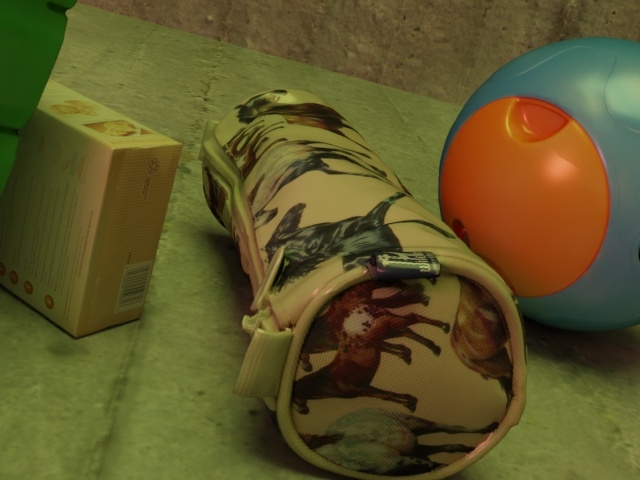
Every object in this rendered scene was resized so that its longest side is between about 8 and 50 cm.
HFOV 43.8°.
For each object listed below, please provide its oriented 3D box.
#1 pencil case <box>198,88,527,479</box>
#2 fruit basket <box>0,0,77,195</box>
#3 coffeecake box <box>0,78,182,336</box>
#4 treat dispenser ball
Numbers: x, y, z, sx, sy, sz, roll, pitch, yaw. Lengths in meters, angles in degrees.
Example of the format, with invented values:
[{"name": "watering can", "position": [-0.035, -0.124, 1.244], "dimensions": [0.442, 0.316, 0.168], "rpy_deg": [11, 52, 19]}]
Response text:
[{"name": "pencil case", "position": [0.000, 0.000, 0.632], "dimensions": [0.184, 0.159, 0.410], "rpy_deg": [24, 16, -24]}, {"name": "fruit basket", "position": [-0.351, -0.130, 0.399], "dimensions": [0.283, 0.391, 0.392], "rpy_deg": [31, 25, 33]}, {"name": "coffeecake box", "position": [-0.206, -0.038, 0.594], "dimensions": [0.186, 0.142, 0.068], "rpy_deg": [27, 22, 26]}, {"name": "treat dispenser ball", "position": [0.261, -0.054, 0.790], "dimensions": [0.288, 0.288, 0.288], "rpy_deg": [15, 20, -6]}]
